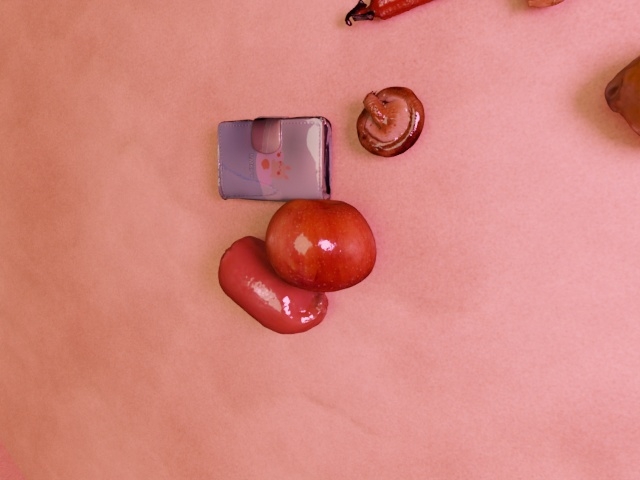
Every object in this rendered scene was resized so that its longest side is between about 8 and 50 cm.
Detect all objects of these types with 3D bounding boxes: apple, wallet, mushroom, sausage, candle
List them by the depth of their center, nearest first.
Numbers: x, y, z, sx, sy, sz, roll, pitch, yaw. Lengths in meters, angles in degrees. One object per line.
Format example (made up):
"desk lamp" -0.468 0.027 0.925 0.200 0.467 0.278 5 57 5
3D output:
"candle" 0.176 -0.441 0.754 0.301 0.059 0.084 -14 77 25
"mushroom" 0.123 -0.207 0.785 0.127 0.087 0.127 2 94 30
"apple" 0.000 0.000 0.801 0.201 0.201 0.162 3 107 26
"sausage" -0.106 0.093 0.899 0.254 0.148 0.148 41 111 19
"wallet" -0.096 -0.164 0.906 0.250 0.075 0.176 5 101 25

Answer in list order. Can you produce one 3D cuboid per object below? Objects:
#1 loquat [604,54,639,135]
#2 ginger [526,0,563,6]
"loquat" 0.484 -0.194 0.576 0.195 0.152 0.152 10 99 17
"ginger" 0.435 -0.412 0.620 0.298 0.065 0.118 -2 84 28
